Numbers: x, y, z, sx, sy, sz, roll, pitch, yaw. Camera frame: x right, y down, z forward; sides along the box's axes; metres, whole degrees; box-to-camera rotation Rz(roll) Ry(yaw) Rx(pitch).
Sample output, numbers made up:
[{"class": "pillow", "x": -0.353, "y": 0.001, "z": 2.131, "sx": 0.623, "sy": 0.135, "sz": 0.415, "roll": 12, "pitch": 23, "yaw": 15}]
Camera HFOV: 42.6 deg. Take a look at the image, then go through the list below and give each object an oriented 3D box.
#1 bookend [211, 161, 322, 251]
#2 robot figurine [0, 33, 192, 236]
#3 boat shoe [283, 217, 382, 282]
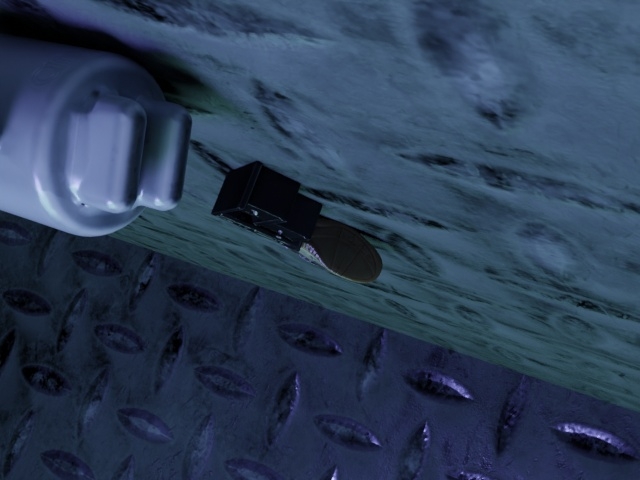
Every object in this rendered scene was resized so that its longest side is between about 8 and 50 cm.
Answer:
[{"class": "bookend", "x": -0.063, "y": -0.046, "z": 1.225, "sx": 0.157, "sy": 0.072, "sz": 0.156, "roll": 24, "pitch": 170, "yaw": -20}, {"class": "robot figurine", "x": -0.312, "y": -0.123, "z": 0.928, "sx": 0.353, "sy": 0.200, "sz": 0.300, "roll": 15, "pitch": -172, "yaw": 28}, {"class": "boat shoe", "x": -0.001, "y": 0.001, "z": 1.365, "sx": 0.223, "sy": 0.080, "sz": 0.073, "roll": 26, "pitch": 176, "yaw": -1}]
